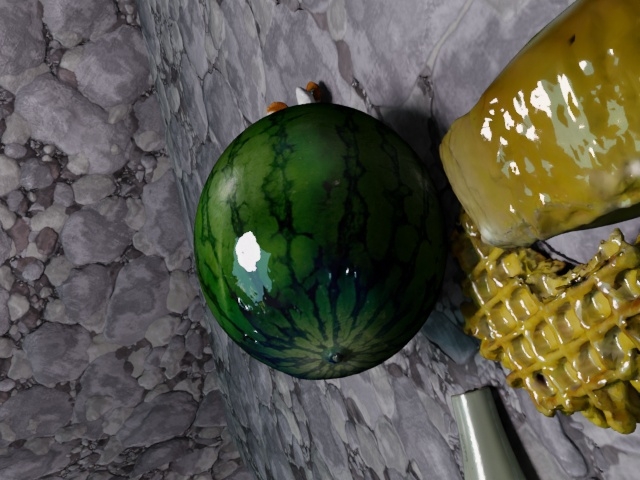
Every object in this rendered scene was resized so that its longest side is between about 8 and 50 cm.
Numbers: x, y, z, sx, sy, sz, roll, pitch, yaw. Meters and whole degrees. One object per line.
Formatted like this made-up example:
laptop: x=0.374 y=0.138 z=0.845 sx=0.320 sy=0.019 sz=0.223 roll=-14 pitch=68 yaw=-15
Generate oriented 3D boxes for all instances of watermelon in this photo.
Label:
watermelon: x=0.000 y=0.000 z=0.798 sx=0.363 sy=0.363 sz=0.364 roll=48 pitch=147 yaw=46

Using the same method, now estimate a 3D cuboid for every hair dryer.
hair dryer: x=0.223 y=0.342 z=0.864 sx=0.298 sy=0.118 sz=0.296 roll=-164 pitch=65 yaw=-79

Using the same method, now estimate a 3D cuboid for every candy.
candy: x=0.200 y=-0.082 z=0.381 sx=0.118 sy=0.259 sz=0.260 roll=67 pitch=157 yaw=4

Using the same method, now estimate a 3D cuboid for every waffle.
waffle: x=0.233 y=0.069 z=0.657 sx=0.293 sy=0.068 sz=0.260 roll=39 pitch=139 yaw=56

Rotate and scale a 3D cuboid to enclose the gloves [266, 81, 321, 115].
gloves: x=-0.029 y=-0.159 z=1.062 sx=0.140 sy=0.131 sz=0.219 roll=39 pitch=110 yaw=56
